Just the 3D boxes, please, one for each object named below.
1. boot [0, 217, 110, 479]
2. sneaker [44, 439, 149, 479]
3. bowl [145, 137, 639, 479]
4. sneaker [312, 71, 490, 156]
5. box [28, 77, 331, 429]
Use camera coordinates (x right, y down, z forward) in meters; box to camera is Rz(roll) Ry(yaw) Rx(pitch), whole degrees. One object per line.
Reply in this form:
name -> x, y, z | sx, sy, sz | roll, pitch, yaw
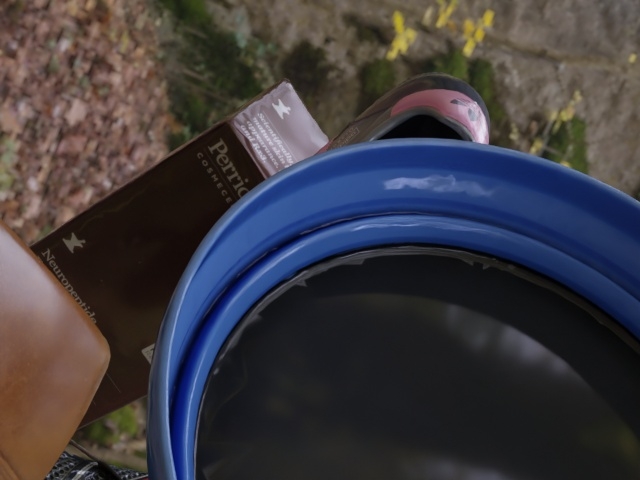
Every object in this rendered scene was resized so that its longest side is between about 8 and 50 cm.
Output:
boot -> -0.194, 0.045, 0.326 | 0.264, 0.096, 0.280 | -60, 152, -33
sneaker -> -0.123, 0.190, 0.732 | 0.112, 0.299, 0.120 | -11, -108, 43
bowl -> 0.100, 0.118, 0.582 | 0.077, 0.391, 0.391 | 117, -9, -48
sneaker -> 0.000, 0.000, 0.852 | 0.319, 0.112, 0.131 | -49, -173, 10
box -> -0.142, 0.025, 1.106 | 0.381, 0.191, 0.143 | -29, -171, 31
